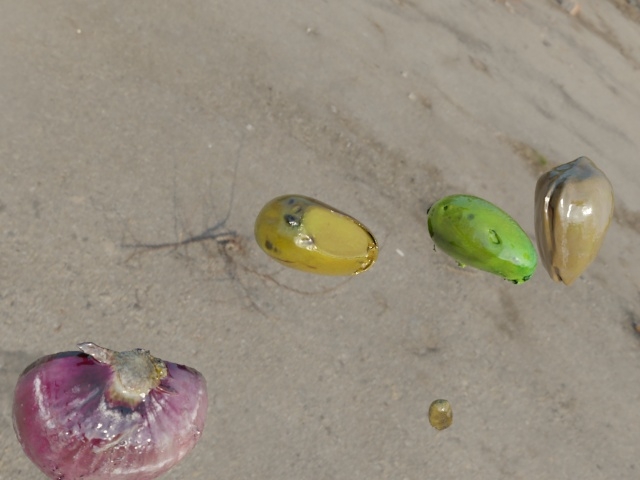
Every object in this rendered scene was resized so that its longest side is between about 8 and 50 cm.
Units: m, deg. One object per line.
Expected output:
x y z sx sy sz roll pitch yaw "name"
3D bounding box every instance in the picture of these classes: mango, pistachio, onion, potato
0.000 0.000 1.278 0.262 0.167 0.130 19 82 -31 "mango"
0.529 -0.041 1.487 0.163 0.260 0.212 21 37 40 "pistachio"
0.234 -0.004 1.021 0.178 0.100 0.119 33 -3 31 "mango"
-0.321 0.289 1.022 0.267 0.348 0.159 15 52 -29 "onion"
0.247 0.359 1.453 0.051 0.083 0.040 -24 40 -11 "potato"
